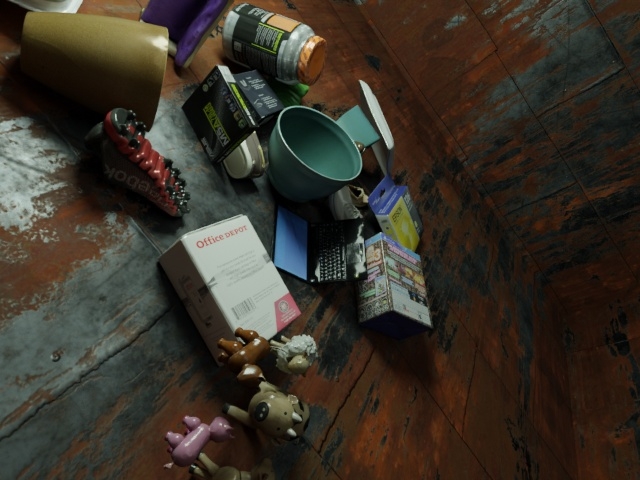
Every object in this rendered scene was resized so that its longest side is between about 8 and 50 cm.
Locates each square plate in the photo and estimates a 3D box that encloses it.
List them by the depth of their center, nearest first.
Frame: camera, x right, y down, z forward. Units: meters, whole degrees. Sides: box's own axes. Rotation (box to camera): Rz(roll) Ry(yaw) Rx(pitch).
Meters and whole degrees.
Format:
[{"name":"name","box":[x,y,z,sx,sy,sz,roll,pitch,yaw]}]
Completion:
[{"name":"square plate","box":[0.252,-0.471,1.815,0.344,0.049,0.347,58,13,-73]}]

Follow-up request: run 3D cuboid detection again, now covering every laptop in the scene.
[{"name":"laptop","box":[0.000,0.000,1.253,0.136,0.265,0.234,74,13,-54]}]

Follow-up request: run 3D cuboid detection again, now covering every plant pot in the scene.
[{"name":"plant pot","box":[-0.487,-0.386,0.901,0.254,0.237,0.237,9,58,-31]},{"name":"plant pot","box":[-0.045,-0.242,1.301,0.293,0.196,0.293,21,46,-24]},{"name":"plant pot","box":[0.088,-0.391,1.622,0.165,0.166,0.234,54,39,-7]}]

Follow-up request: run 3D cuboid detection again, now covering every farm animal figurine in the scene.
[{"name":"farm animal figurine","box":[-0.111,0.344,0.776,0.327,0.172,0.330,26,82,-64]}]

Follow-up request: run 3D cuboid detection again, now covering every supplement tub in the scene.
[{"name":"supplement tub","box":[-0.149,-0.644,1.383,0.316,0.193,0.193,27,34,13]}]

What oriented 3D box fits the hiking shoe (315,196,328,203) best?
[{"name":"hiking shoe","box":[0.032,-0.220,1.469,0.086,0.114,0.226,44,38,-19]}]

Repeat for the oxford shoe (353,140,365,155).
[{"name":"oxford shoe","box":[0.043,-0.325,1.456,0.096,0.227,0.082,73,18,-61]}]

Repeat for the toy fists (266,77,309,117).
[{"name":"toy fists","box":[-0.131,-0.548,1.530,0.142,0.096,0.279,33,43,-13]}]

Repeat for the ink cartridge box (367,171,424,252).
[{"name":"ink cartridge box","box":[0.326,-0.103,1.724,0.303,0.072,0.307,-50,121,-51]}]

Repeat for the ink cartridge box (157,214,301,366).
[{"name":"ink cartridge box","box":[-0.201,0.106,0.955,0.207,0.117,0.283,-29,89,-54]}]

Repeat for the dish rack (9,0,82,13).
[{"name":"dish rack","box":[-0.679,-0.635,0.882,0.333,0.072,0.285,14,54,-23]}]

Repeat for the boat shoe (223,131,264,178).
[{"name":"boat shoe","box":[-0.250,-0.332,1.219,0.097,0.117,0.324,-7,74,-57]}]

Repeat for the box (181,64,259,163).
[{"name":"box","box":[-0.276,-0.338,1.128,0.045,0.184,0.190,-23,85,-56]}]

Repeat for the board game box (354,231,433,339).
[{"name":"board game box","box":[0.241,0.160,1.423,0.232,0.141,0.290,28,46,-36]}]

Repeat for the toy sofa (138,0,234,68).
[{"name":"toy sofa","box":[-0.348,-0.667,1.126,0.150,0.363,0.177,24,43,-39]}]

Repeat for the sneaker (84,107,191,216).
[{"name":"sneaker","box":[-0.402,-0.151,0.920,0.097,0.135,0.276,-97,163,-47]}]

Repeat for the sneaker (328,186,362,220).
[{"name":"sneaker","box":[0.101,-0.081,1.410,0.094,0.091,0.258,-18,96,-42]}]

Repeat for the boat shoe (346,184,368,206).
[{"name":"boat shoe","box":[0.142,-0.177,1.615,0.170,0.059,0.063,11,57,-46]}]

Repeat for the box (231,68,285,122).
[{"name":"box","box":[-0.224,-0.454,1.348,0.158,0.093,0.156,54,36,-8]}]
